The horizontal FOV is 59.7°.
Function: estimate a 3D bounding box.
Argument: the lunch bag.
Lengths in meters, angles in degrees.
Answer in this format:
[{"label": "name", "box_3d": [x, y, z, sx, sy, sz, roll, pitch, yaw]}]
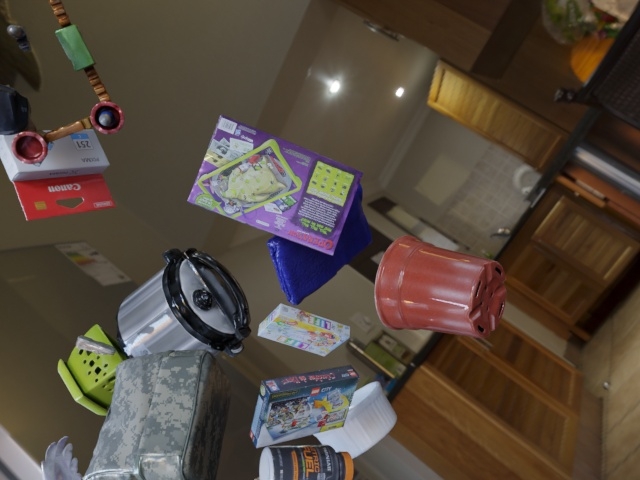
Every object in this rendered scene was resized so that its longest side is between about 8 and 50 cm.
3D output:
[{"label": "lunch bag", "box_3d": [-0.353, 0.396, 1.207, 0.212, 0.256, 0.305, 77, -168, -47]}]

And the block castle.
[{"label": "block castle", "box_3d": [-0.728, -0.450, 1.411, 0.303, 0.452, 0.213, -24, 24, -8]}]

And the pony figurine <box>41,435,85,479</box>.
[{"label": "pony figurine", "box_3d": [-0.627, 0.727, 1.543, 0.303, 0.350, 0.363, 5, -28, -40]}]

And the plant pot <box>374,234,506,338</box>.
[{"label": "plant pot", "box_3d": [0.332, 0.134, 1.491, 0.273, 0.265, 0.272, -10, -76, -47]}]

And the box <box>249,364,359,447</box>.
[{"label": "box", "box_3d": [-0.035, 0.373, 1.264, 0.233, 0.044, 0.159, -2, -62, -32]}]

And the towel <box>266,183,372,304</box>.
[{"label": "towel", "box_3d": [0.000, 0.000, 1.448, 0.308, 0.076, 0.227, -39, -47, -28]}]

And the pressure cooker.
[{"label": "pressure cooker", "box_3d": [-0.454, 0.254, 1.959, 0.420, 0.375, 0.370, -37, -50, 22]}]

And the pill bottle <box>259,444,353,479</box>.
[{"label": "pill bottle", "box_3d": [-0.035, 0.631, 1.536, 0.246, 0.130, 0.130, 6, -47, -21]}]

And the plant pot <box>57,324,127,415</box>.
[{"label": "plant pot", "box_3d": [-0.785, 0.478, 2.000, 0.207, 0.228, 0.227, -40, -34, -14]}]

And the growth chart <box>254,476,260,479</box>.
[{"label": "growth chart", "box_3d": [-0.105, 0.824, 1.816, 0.172, 0.237, 0.021, 0, -69, -51]}]

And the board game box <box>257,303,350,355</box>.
[{"label": "board game box", "box_3d": [-0.033, 0.181, 1.112, 0.103, 0.154, 0.026, -47, 29, 46]}]

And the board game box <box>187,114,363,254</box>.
[{"label": "board game box", "box_3d": [-0.098, -0.121, 1.261, 0.056, 0.347, 0.208, 168, 123, -78]}]

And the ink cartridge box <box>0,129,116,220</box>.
[{"label": "ink cartridge box", "box_3d": [-0.787, -0.210, 1.701, 0.066, 0.261, 0.296, -32, -9, 37]}]

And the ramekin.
[{"label": "ramekin", "box_3d": [0.117, 0.597, 1.827, 0.277, 0.135, 0.277, -35, -6, -4]}]

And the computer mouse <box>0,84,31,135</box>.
[{"label": "computer mouse", "box_3d": [-0.421, -0.193, 0.700, 0.242, 0.071, 0.041, 128, 147, -67]}]

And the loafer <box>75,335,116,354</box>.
[{"label": "loafer", "box_3d": [-0.706, 0.338, 1.752, 0.045, 0.125, 0.039, -100, 32, -85]}]
